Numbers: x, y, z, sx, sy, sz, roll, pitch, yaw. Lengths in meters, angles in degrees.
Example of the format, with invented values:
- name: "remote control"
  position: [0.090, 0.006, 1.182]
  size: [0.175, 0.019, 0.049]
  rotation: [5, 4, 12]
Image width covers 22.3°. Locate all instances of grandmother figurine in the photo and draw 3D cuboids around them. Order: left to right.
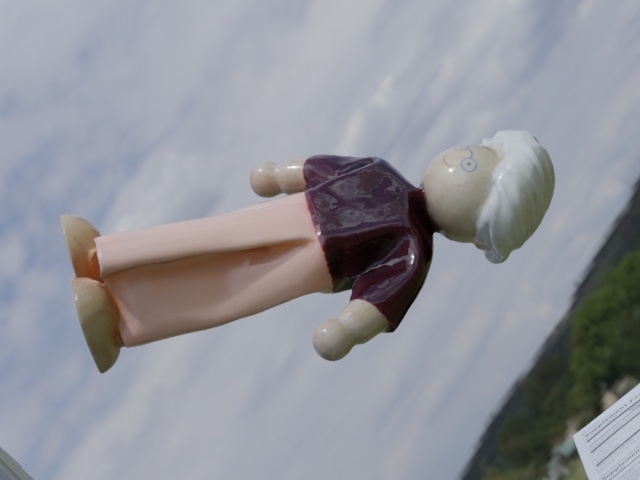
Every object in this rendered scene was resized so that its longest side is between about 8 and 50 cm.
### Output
- name: "grandmother figurine"
  position: [0.000, 0.000, 1.130]
  size: [0.342, 0.208, 0.104]
  rotation: [-16, -38, -4]

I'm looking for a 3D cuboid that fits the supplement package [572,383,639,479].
- name: "supplement package"
  position: [0.375, 0.231, 1.416]
  size: [0.198, 0.199, 0.262]
  rotation: [-41, 14, 11]

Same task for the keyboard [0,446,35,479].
- name: "keyboard"
  position: [-0.153, 0.089, 0.624]
  size: [0.014, 0.072, 0.256]
  rotation: [-54, 20, -22]
